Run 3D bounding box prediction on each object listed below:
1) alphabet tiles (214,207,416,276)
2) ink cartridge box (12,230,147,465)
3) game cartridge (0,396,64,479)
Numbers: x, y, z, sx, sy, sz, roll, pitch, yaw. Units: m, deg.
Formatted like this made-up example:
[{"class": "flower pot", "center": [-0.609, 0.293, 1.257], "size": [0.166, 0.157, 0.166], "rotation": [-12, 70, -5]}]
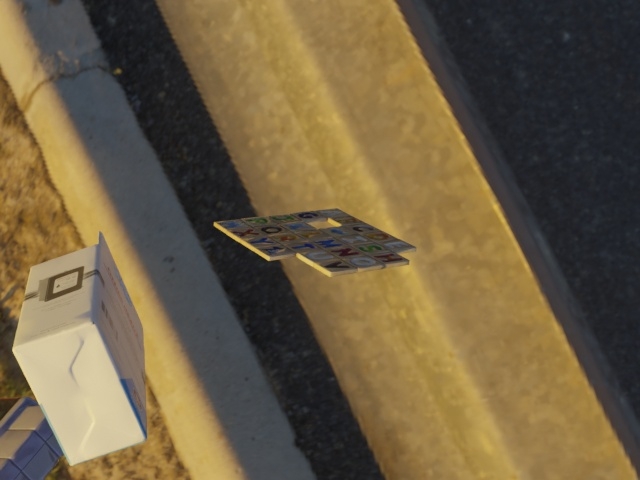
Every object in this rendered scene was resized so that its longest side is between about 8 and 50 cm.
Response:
[{"class": "alphabet tiles", "center": [0.000, 0.000, 1.280], "size": [0.198, 0.237, 0.009], "rotation": [-7, 110, -31]}, {"class": "ink cartridge box", "center": [-0.179, 0.075, 0.749], "size": [0.060, 0.180, 0.104], "rotation": [-20, 113, -3]}, {"class": "game cartridge", "center": [-0.428, 0.269, 1.056], "size": [0.068, 0.355, 0.230], "rotation": [51, 51, -25]}]
